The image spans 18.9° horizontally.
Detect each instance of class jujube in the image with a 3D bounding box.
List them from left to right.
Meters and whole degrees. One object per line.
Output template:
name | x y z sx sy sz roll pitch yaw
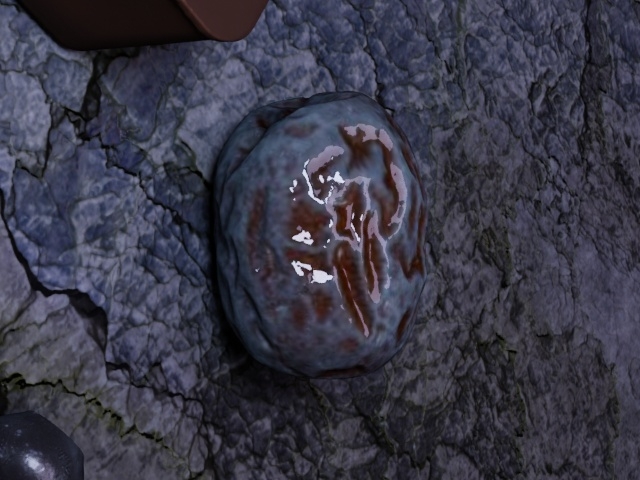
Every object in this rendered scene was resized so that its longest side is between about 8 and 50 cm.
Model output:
jujube | 0.005 0.001 2.080 0.246 0.215 0.308 -25 108 -46

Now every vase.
vase | -0.305 0.249 1.802 0.183 0.120 0.120 -50 126 -16

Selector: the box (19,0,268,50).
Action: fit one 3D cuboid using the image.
box | -0.207 -0.359 1.843 0.339 0.229 0.239 49 53 -35
